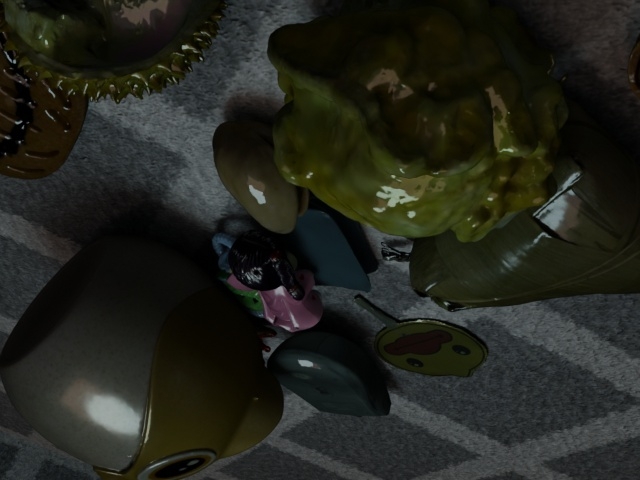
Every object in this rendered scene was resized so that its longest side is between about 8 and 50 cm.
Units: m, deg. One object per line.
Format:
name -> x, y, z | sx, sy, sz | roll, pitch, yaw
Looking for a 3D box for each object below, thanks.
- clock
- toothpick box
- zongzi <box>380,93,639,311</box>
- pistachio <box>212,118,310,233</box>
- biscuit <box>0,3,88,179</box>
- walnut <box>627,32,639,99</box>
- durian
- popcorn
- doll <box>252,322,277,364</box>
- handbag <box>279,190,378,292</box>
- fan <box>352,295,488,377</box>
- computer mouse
clock -> -0.104, 0.059, 1.166 | 0.194, 0.100, 0.195 | 17, 148, 37
toothpick box -> -0.317, 0.234, 1.237 | 0.409, 0.409, 0.425 | -23, 125, 41
zongzi -> 0.317, 0.041, 0.957 | 0.418, 0.181, 0.447 | 28, 144, -16
pistachio -> -0.082, -0.094, 0.969 | 0.124, 0.124, 0.185 | -9, 122, 30
biscuit -> -0.518, -0.228, 1.020 | 0.314, 0.063, 0.367 | 30, 142, -19
walnut -> 0.377, -0.199, 0.719 | 0.091, 0.052, 0.121 | 3, 139, 20
durian -> -0.271, -0.259, 0.820 | 0.306, 0.172, 0.166 | 18, 120, 12
popcorn -> 0.097, -0.149, 0.729 | 0.312, 0.312, 0.312 | 11, 143, 8
doll -> -0.180, 0.196, 1.441 | 0.169, 0.057, 0.109 | 29, 127, 10
handbag -> 0.000, 0.000, 1.125 | 0.144, 0.057, 0.221 | 1, 142, 31
fan -> 0.186, 0.199, 1.336 | 0.335, 0.011, 0.229 | 36, 139, -24
computer mouse -> 0.027, 0.278, 1.410 | 0.188, 0.122, 0.371 | -1, 147, 27
